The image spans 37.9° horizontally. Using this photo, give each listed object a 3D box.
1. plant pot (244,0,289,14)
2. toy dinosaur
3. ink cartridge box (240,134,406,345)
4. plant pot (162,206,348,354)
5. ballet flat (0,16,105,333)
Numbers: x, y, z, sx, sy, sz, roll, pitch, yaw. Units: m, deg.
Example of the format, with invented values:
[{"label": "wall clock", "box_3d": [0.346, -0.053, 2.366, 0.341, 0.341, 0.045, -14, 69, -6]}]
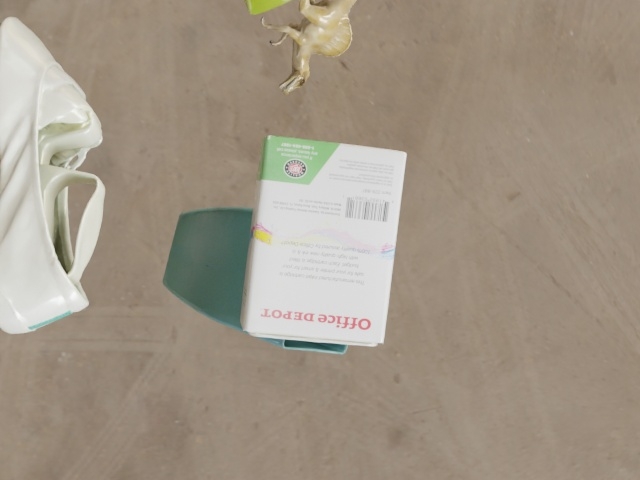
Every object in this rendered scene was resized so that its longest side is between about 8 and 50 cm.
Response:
[{"label": "plant pot", "box_3d": [-0.035, -0.465, 1.199, 0.207, 0.227, 0.228, -18, 68, -5]}, {"label": "toy dinosaur", "box_3d": [-0.001, -0.240, 0.988, 0.092, 0.053, 0.183, 38, 127, -8]}, {"label": "ink cartridge box", "box_3d": [0.000, 0.000, 1.021, 0.154, 0.093, 0.212, 6, 93, -8]}, {"label": "plant pot", "box_3d": [-0.082, 0.040, 1.255, 0.234, 0.166, 0.165, 13, 88, 32]}, {"label": "ballet flat", "box_3d": [-0.317, -0.086, 1.098, 0.139, 0.139, 0.400, -13, 67, 19]}]
